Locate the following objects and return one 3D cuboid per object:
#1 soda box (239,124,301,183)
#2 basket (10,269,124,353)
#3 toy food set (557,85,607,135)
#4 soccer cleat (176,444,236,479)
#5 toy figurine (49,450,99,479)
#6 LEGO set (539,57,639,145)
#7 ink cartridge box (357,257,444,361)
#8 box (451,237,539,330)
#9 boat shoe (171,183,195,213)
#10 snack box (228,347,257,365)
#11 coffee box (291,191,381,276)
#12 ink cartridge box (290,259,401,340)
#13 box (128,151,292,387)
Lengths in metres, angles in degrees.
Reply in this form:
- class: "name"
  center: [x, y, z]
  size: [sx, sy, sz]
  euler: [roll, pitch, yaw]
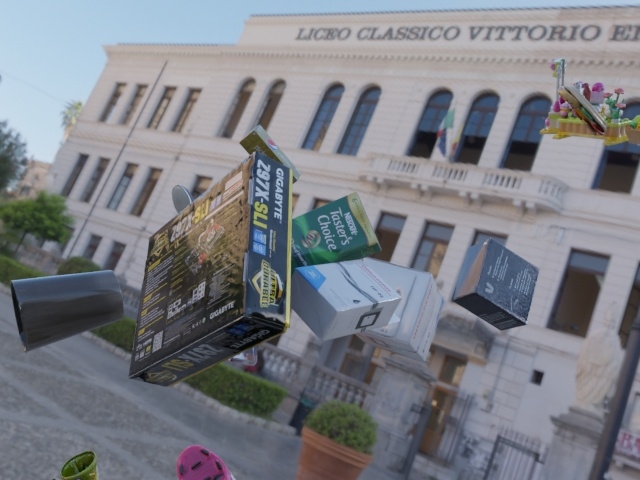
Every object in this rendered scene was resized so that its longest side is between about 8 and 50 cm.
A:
- class: "soda box"
  center: [-0.137, -0.225, 1.688]
  size: [0.181, 0.061, 0.058]
  euler: [49, 25, -13]
- class: "basket"
  center: [-0.603, 0.157, 1.477]
  size: [0.227, 0.154, 0.204]
  euler: [-12, -37, -31]
- class: "toy food set"
  center: [0.344, -0.169, 0.805]
  size: [0.082, 0.020, 0.083]
  euler: [54, 23, 14]
- class: "soccer cleat"
  center: [-0.217, 0.626, 1.433]
  size: [0.331, 0.116, 0.143]
  euler: [42, -26, 21]
- class: "toy figurine"
  center: [-0.532, 0.655, 1.412]
  size: [0.217, 0.191, 0.362]
  euler: [57, -20, -14]
- class: "LEGO set"
  center: [0.397, -0.209, 0.901]
  size: [0.132, 0.107, 0.287]
  euler: [-4, 19, 4]
- class: "ink cartridge box"
  center: [0.210, 0.196, 1.714]
  size: [0.197, 0.198, 0.270]
  euler: [15, -15, 23]
- class: "box"
  center: [0.417, 0.105, 1.463]
  size: [0.158, 0.156, 0.093]
  euler: [31, -28, -14]
- class: "boat shoe"
  center: [-0.267, -0.062, 1.289]
  size: [0.125, 0.046, 0.038]
  euler: [59, 31, 5]
- class: "snack box"
  center: [-0.185, 0.209, 1.455]
  size: [0.064, 0.178, 0.022]
  euler: [16, -46, -26]
- class: "coffee box"
  center: [0.000, 0.000, 1.061]
  size: [0.184, 0.113, 0.040]
  euler: [-22, -28, 6]
- class: "ink cartridge box"
  center: [0.046, 0.085, 0.941]
  size: [0.180, 0.060, 0.104]
  euler: [-6, 39, -44]
- class: "box"
  center: [-0.168, 0.055, 0.923]
  size: [0.079, 0.257, 0.322]
  euler: [25, -39, -34]
